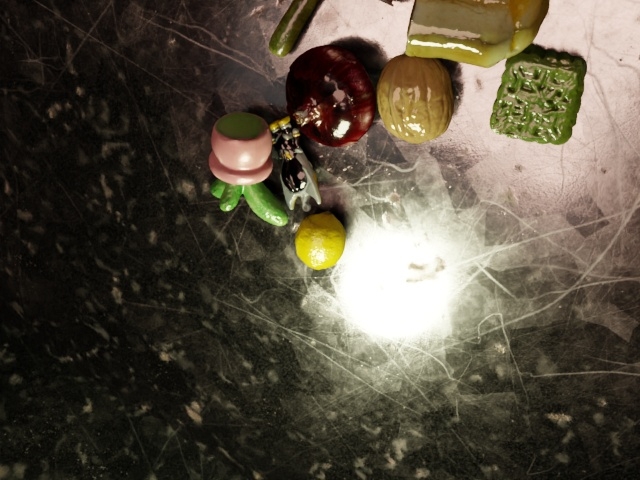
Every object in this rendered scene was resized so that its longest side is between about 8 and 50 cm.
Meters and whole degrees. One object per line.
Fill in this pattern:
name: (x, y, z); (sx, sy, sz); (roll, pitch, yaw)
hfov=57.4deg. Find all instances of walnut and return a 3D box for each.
walnut: (0.269, -0.401, 1.657); (0.224, 0.225, 0.261); (0, 116, 22)

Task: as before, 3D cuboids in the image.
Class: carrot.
carrot: (-0.044, -0.699, 1.724); (0.074, 0.074, 0.359); (40, 121, 0)

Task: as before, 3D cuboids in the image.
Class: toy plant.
toy plant: (-0.245, -0.230, 1.949); (0.316, 0.211, 0.356); (23, 129, 16)

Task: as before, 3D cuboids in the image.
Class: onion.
onion: (0.019, -0.420, 1.726); (0.313, 0.232, 0.314); (25, 132, 31)

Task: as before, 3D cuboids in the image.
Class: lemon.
lemon: (-0.001, 0.002, 1.988); (0.180, 0.181, 0.193); (33, 143, 4)

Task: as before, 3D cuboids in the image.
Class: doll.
doll: (-0.092, -0.247, 1.943); (0.145, 0.103, 0.317); (-15, 102, 21)

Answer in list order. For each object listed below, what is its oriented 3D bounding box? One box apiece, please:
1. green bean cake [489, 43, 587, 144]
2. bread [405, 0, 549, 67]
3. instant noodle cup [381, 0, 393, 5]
green bean cake: (0.591, -0.395, 1.584); (0.222, 0.125, 0.248); (14, 119, 15)
bread: (0.406, -0.595, 1.512); (0.340, 0.210, 0.301); (9, 85, 11)
instant noodle cup: (0.147, -0.783, 1.530); (0.243, 0.244, 0.255); (30, 114, 6)
